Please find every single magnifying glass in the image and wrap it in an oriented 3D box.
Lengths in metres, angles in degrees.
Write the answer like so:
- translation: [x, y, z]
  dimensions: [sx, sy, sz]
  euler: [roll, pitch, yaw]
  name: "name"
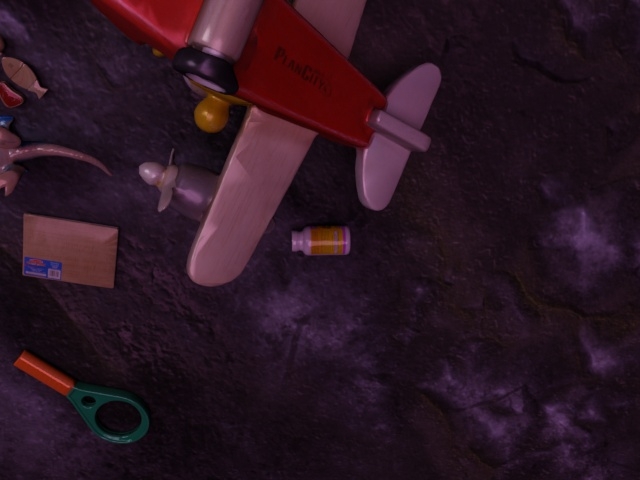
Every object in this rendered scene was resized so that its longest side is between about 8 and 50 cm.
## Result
- translation: [-0.373, 0.246, 0.909]
  dimensions: [0.231, 0.026, 0.092]
  euler: [39, 104, -20]
  name: "magnifying glass"

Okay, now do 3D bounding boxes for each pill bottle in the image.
- translation: [0.000, 0.000, 0.831]
  dimensions: [0.083, 0.043, 0.044]
  euler: [-1, 112, -5]
  name: "pill bottle"

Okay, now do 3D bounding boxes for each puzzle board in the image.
- translation: [-0.357, 0.015, 0.822]
  dimensions: [0.128, 0.011, 0.097]
  euler: [10, 112, -8]
  name: "puzzle board"

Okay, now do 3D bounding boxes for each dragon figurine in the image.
- translation: [-0.424, -0.109, 0.724]
  dimensions: [0.289, 0.144, 0.085]
  euler: [-12, 112, -21]
  name: "dragon figurine"

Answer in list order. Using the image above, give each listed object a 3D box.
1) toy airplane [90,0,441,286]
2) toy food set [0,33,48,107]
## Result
- translation: [-0.048, -0.188, 0.663]
  dimensions: [0.386, 0.272, 0.385]
  euler: [-35, 129, -30]
  name: "toy airplane"
- translation: [-0.411, -0.217, 0.720]
  dimensions: [0.077, 0.019, 0.122]
  euler: [-32, 119, 8]
  name: "toy food set"
